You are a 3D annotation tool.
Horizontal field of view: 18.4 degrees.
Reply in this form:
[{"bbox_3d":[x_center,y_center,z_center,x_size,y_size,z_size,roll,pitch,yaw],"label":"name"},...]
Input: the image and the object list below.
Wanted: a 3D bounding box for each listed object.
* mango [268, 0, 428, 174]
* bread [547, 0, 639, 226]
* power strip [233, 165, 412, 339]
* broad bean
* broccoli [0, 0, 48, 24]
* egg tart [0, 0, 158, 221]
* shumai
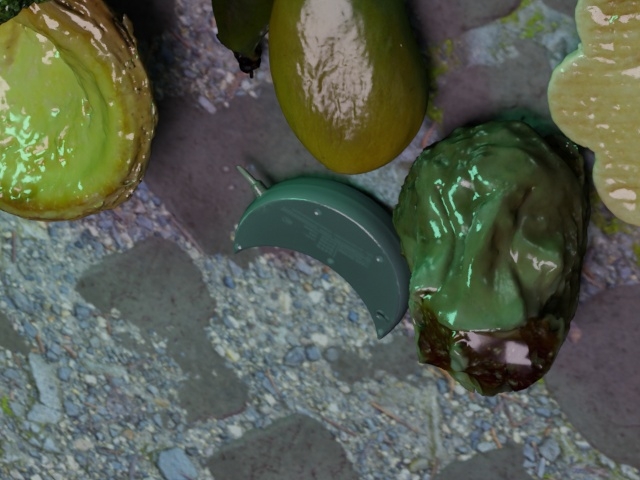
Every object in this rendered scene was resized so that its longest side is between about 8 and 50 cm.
[{"bbox_3d":[0.018,-0.171,1.773,0.137,0.091,0.237,-14,112,10],"label":"mango"},{"bbox_3d":[0.346,-0.122,1.675,0.316,0.054,0.316,12,126,17],"label":"bread"},{"bbox_3d":[0.000,0.000,1.932,0.216,0.044,0.137,32,134,5],"label":"power strip"},{"bbox_3d":[-0.065,-0.281,1.762,0.077,0.061,0.339,20,129,27],"label":"broad bean"},{"bbox_3d":[-0.297,-0.341,1.663,0.413,0.321,0.310,-14,110,30],"label":"broccoli"},{"bbox_3d":[-0.280,-0.163,1.915,0.315,0.120,0.315,14,127,20],"label":"egg tart"},{"bbox_3d":[0.141,0.035,1.787,0.189,0.218,0.255,7,128,15],"label":"shumai"}]
